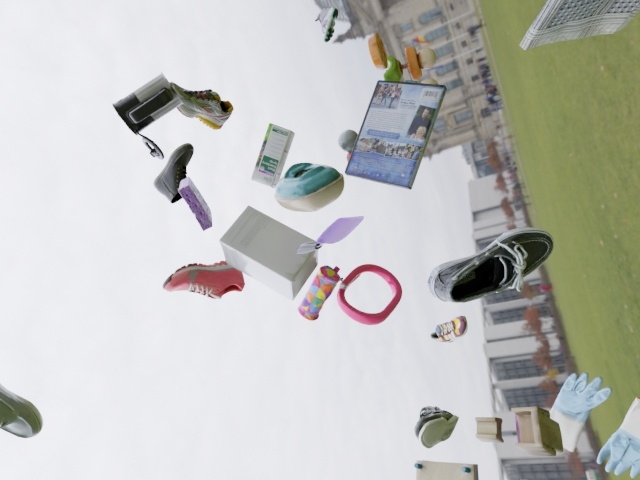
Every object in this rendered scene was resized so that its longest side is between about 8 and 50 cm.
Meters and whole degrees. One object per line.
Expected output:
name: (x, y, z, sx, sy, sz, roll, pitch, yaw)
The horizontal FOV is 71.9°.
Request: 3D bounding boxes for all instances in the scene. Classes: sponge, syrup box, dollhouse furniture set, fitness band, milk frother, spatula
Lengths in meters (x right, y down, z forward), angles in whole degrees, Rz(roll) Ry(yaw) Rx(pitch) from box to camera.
sponge: (-0.326, -0.102, 1.158, 0.117, 0.031, 0.210, 62, 173, -20)
syrup box: (-0.189, -0.336, 1.764, 0.096, 0.093, 0.237, -41, -29, -81)
dollhouse furniture set: (0.332, 0.501, 0.875, 0.198, 0.303, 0.286, 33, -130, -37)
fitness band: (0.184, 0.191, 1.620, 0.209, 0.054, 0.291, 34, -140, 15)
milk frother: (-0.372, -0.282, 1.016, 0.129, 0.134, 0.143, 51, 174, 42)
spatula: (0.000, 0.000, 0.968, 0.030, 0.296, 0.084, 47, -114, -6)

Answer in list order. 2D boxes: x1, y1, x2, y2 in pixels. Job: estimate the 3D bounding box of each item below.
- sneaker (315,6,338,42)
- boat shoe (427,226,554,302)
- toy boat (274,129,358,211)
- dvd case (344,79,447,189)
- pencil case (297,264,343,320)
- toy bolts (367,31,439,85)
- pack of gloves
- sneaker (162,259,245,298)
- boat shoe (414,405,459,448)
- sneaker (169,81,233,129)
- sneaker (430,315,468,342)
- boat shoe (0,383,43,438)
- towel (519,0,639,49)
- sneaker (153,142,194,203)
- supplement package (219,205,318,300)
sneaker: (0.009, -0.636, 1.299, 0.038, 0.069, 0.098, 2, -70, -59)
boat shoe: (0.379, 0.053, 0.928, 0.105, 0.306, 0.113, -161, 57, -75)
toy boat: (0.003, -0.205, 1.313, 0.318, 0.267, 0.148, -33, -68, -22)
dvd case: (0.175, -0.258, 1.055, 0.022, 0.180, 0.253, 23, -94, -57)
pencil case: (-0.003, 0.208, 1.757, 0.104, 0.236, 0.104, 25, -155, -12)
toy bolts: (0.251, -0.492, 1.276, 0.218, 0.158, 0.229, 31, -129, -58)
pack of gloves: (0.602, 0.383, 0.936, 0.046, 0.195, 0.232, -33, -41, -41)
sneaker: (-0.421, 0.159, 1.647, 0.313, 0.116, 0.136, -10, -117, -33)
boat shoe: (0.272, 0.453, 1.090, 0.233, 0.079, 0.084, 26, -87, -56)
sneaker: (-0.331, -0.388, 1.218, 0.088, 0.092, 0.225, 60, -158, 18)
sneaker: (0.486, 0.340, 1.674, 0.185, 0.083, 0.070, 111, 161, -51)
boat shoe: (-0.691, 0.359, 0.932, 0.227, 0.079, 0.081, 60, -179, -26)
towel: (0.725, -0.616, 1.128, 0.312, 0.324, 0.056, 93, 163, -74)
sneaker: (-0.522, -0.250, 1.658, 0.118, 0.222, 0.083, 43, -167, 18)
supplement package: (-0.174, 0.046, 1.546, 0.177, 0.293, 0.175, -54, -16, -26)
